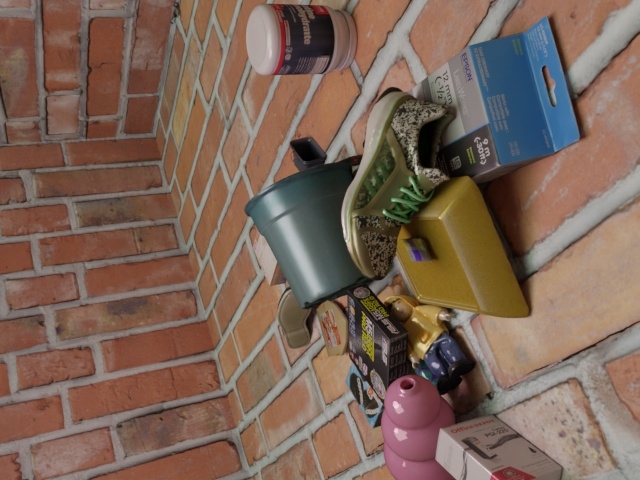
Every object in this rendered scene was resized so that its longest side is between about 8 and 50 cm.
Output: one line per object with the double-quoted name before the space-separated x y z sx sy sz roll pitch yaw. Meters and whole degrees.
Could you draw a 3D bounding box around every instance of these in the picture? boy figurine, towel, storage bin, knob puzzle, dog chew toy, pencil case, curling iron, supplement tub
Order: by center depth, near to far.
"towel" 0.212 0.021 1.382 0.060 0.009 0.083 63 157 -13
"dog chew toy" 0.239 0.453 1.506 0.206 0.207 0.331 42 155 52
"boy figurine" 0.264 0.229 1.569 0.177 0.092 0.285 -57 49 27
"pencil case" 0.275 0.334 1.622 0.151 0.065 0.070 59 -178 39
"supplement tub" -0.055 -0.564 1.769 0.191 0.272 0.191 30 125 58
"curling iron" 0.104 -0.246 1.819 0.274 0.035 0.068 -20 76 63
"storage bin" -0.048 -0.263 2.067 0.135 0.098 0.091 -126 26 -43
"knob puzzle" 0.055 0.287 2.092 0.213 0.030 0.213 29 123 59

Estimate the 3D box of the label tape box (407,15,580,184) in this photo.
"label tape box" 0.330 -0.256 1.270 0.348 0.115 0.249 153 106 -65

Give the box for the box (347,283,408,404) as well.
"box" 0.148 0.281 1.671 0.216 0.060 0.270 51 152 46

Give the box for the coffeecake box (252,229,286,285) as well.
"coffeecake box" -0.172 0.045 2.255 0.185 0.068 0.142 62 148 33

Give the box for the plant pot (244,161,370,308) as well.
"plant pot" 0.000 0.000 1.816 0.334 0.341 0.341 66 152 10

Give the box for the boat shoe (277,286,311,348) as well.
"boat shoe" -0.098 0.253 2.263 0.340 0.127 0.113 80 172 -48

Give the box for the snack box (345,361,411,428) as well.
"snack box" 0.170 0.382 1.854 0.187 0.060 0.321 55 144 41

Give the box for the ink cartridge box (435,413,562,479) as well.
"ink cartridge box" 0.378 0.480 1.353 0.218 0.159 0.092 30 121 57

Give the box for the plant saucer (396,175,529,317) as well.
"plant saucer" 0.266 0.031 1.401 0.333 0.081 0.332 4 122 64

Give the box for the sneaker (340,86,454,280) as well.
"sneaker" 0.168 -0.113 1.289 0.182 0.158 0.409 13 94 46
